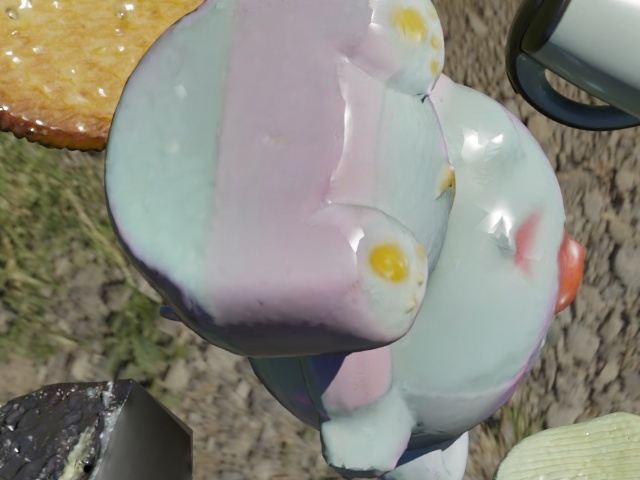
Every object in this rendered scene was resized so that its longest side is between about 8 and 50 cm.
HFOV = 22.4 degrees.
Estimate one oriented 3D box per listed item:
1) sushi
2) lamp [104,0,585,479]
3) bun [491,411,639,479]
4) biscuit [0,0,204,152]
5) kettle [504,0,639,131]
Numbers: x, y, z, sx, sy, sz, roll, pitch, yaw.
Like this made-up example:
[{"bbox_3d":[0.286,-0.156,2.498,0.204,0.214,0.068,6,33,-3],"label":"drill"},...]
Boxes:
[{"bbox_3d":[-0.267,0.262,1.611,0.212,0.215,0.227,-3,63,19],"label":"sushi"},{"bbox_3d":[0.000,0.000,0.848,0.248,0.301,0.247,-5,72,24],"label":"lamp"},{"bbox_3d":[0.278,0.272,1.589,0.221,0.108,0.221,-8,40,7],"label":"bun"},{"bbox_3d":[-0.198,-0.199,1.219,0.305,0.038,0.305,15,59,-25],"label":"biscuit"},{"bbox_3d":[0.314,-0.196,1.675,0.236,0.221,0.161,22,45,-14],"label":"kettle"}]
